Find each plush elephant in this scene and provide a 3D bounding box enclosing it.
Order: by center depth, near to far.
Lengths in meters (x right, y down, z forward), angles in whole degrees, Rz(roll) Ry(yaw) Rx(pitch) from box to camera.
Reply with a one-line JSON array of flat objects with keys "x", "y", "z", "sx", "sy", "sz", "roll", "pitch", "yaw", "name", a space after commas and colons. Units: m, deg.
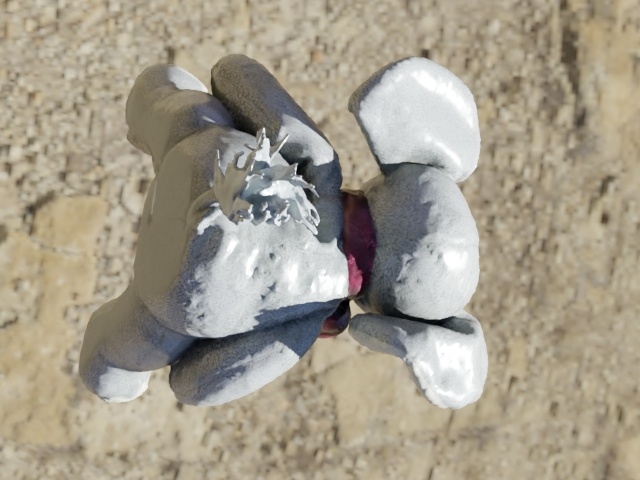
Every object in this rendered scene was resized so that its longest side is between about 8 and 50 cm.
[{"x": 0.000, "y": 0.000, "z": 1.066, "sx": 0.255, "sy": 0.330, "sz": 0.272, "roll": 12, "pitch": 79, "yaw": -25, "name": "plush elephant"}]
